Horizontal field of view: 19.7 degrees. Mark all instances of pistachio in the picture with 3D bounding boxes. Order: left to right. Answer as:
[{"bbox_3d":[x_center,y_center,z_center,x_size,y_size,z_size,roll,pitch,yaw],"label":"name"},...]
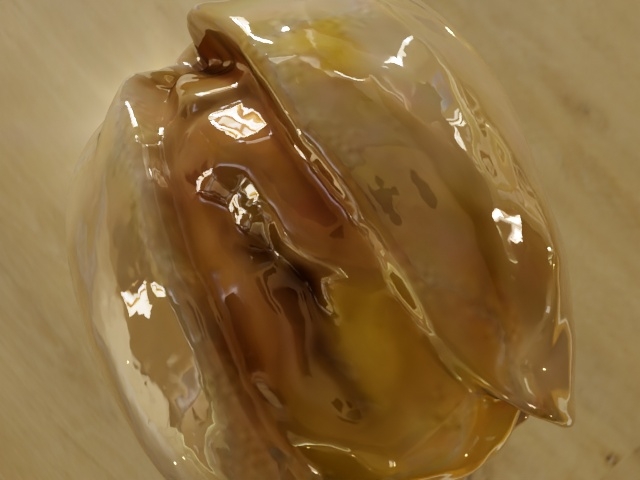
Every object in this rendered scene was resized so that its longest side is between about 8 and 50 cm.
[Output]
[{"bbox_3d":[0.000,0.000,0.840,0.230,0.230,0.309,-20,-137,-8],"label":"pistachio"}]
